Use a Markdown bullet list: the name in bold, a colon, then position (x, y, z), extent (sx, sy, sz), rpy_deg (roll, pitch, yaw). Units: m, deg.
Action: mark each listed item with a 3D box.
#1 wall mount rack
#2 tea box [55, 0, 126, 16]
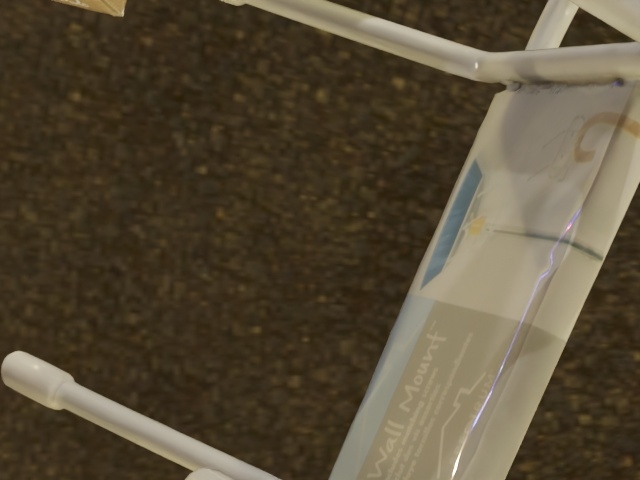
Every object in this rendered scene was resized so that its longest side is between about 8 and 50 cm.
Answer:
- **wall mount rack**: position (0.000, 0.000, 0.682), extent (0.350, 0.130, 0.304), rpy_deg (-65, 20, -5)
- **tea box**: position (-0.278, -0.329, 1.072), extent (0.329, 0.323, 0.220), rpy_deg (18, 80, 28)
